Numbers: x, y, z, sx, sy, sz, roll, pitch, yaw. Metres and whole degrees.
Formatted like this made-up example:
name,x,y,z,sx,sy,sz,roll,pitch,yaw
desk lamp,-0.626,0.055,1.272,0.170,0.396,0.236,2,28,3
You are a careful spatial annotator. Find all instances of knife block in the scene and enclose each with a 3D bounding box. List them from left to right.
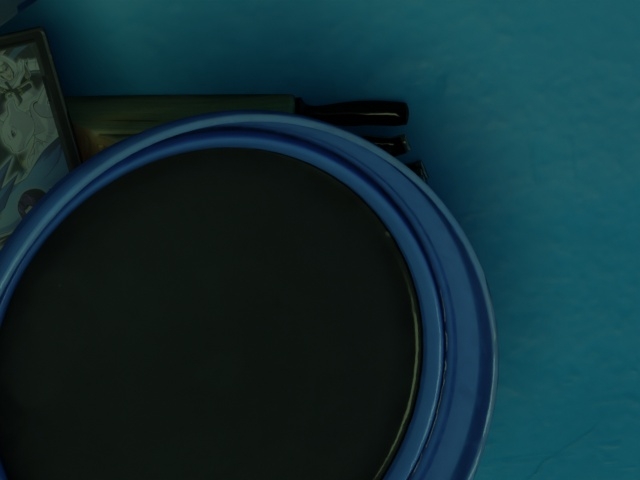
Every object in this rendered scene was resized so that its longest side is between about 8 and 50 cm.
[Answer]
name,x,y,z,sx,sy,sz,roll,pitch,yaw
knife block,-0.062,-0.064,1.414,0.276,0.242,0.088,21,120,44

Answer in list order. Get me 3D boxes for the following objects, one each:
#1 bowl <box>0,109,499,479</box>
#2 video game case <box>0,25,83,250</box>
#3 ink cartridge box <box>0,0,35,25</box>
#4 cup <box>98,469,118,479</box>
name,x,y,z,sx,sy,sz,roll,pitch,yaw
bowl,-0.064,0.101,1.272,0.391,0.077,0.391,-5,103,-22
video game case,-0.297,-0.003,1.292,0.275,0.035,0.248,-15,83,-14
ink cartridge box,-0.320,-0.181,1.334,0.191,0.139,0.082,-14,105,9
cup,-0.209,0.168,1.424,0.331,0.237,0.331,1,113,2
